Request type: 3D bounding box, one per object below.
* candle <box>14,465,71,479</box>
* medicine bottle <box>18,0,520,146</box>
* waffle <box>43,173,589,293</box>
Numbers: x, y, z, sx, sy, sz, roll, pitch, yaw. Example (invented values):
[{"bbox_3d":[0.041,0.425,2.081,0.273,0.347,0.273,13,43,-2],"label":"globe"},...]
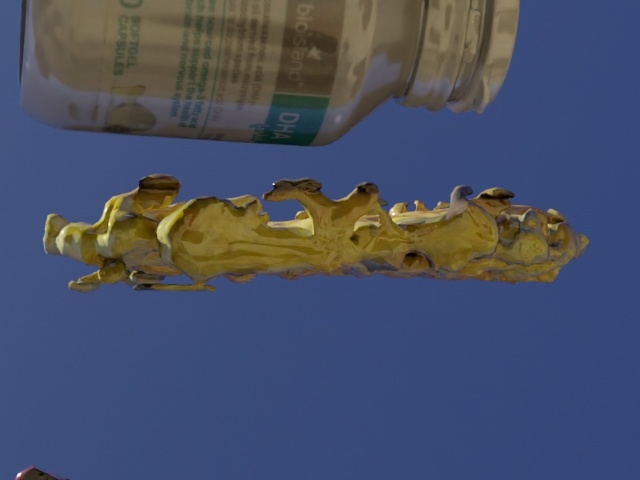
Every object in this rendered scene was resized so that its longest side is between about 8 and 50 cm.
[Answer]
[{"bbox_3d":[-0.142,0.130,0.809,0.026,0.167,0.021,-1,-101,-6],"label":"candle"},{"bbox_3d":[-0.025,-0.111,0.705,0.215,0.135,0.135,3,-86,-12],"label":"medicine bottle"},{"bbox_3d":[0.000,-0.003,0.848,0.280,0.262,0.060,1,-93,-55],"label":"waffle"}]
